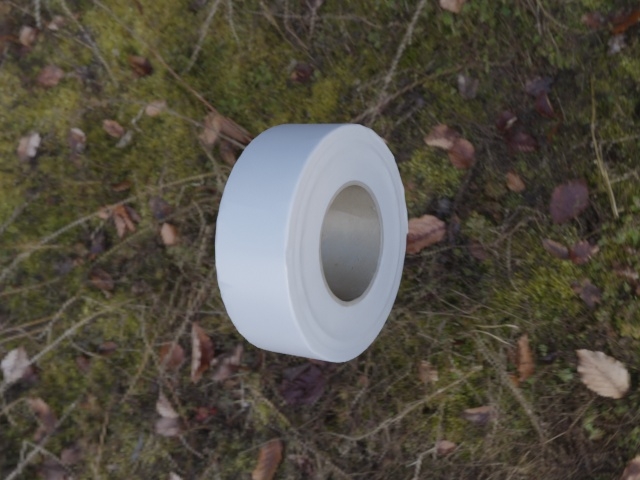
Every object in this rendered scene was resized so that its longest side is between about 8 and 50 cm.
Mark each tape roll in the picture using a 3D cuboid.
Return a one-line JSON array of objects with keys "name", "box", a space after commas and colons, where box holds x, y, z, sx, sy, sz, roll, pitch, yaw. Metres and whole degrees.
[{"name": "tape roll", "box": [0.000, 0.000, 0.999, 0.100, 0.286, 0.286, 4, 83, 33]}]
